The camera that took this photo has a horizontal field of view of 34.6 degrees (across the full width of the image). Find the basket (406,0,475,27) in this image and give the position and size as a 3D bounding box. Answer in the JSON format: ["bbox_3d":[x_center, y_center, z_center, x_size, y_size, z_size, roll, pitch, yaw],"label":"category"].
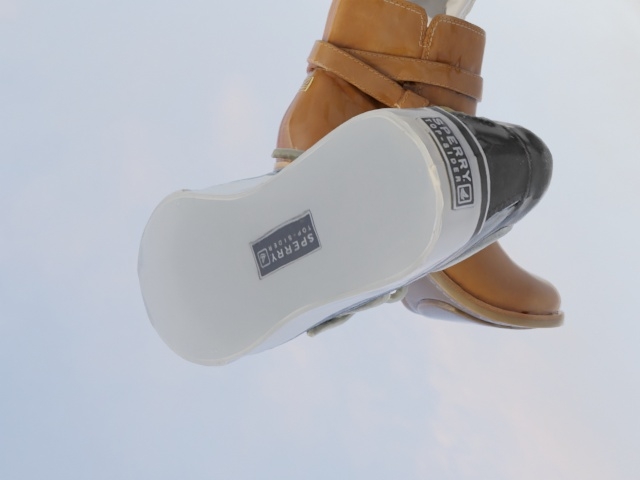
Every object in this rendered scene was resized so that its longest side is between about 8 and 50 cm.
[{"bbox_3d":[0.110,-0.270,1.046,0.113,0.103,0.167,31,-107,8],"label":"basket"}]

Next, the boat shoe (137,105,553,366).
[{"bbox_3d":[-0.001,-0.004,0.596,0.105,0.306,0.113,-10,-103,-39],"label":"boat shoe"}]

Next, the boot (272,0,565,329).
[{"bbox_3d":[0.094,-0.053,0.793,0.283,0.109,0.220,16,-99,-23],"label":"boot"}]
